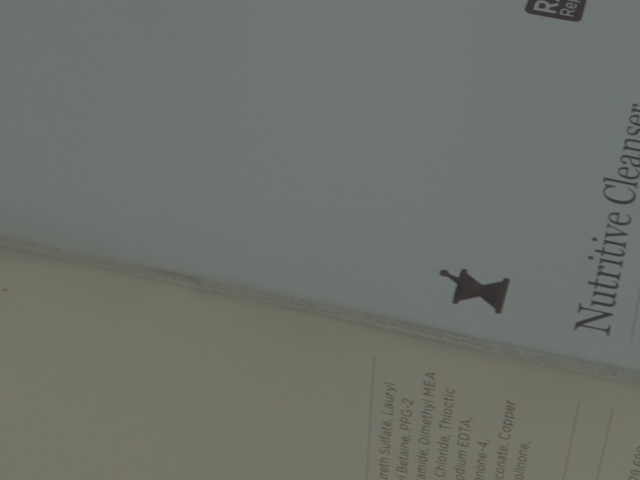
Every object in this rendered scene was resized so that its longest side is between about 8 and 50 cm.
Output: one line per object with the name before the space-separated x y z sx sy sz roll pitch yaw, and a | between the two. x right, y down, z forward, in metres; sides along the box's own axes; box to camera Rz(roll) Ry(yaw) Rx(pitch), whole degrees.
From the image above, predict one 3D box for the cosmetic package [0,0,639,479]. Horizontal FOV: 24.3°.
cosmetic package | 0.000 0.000 0.553 0.385 0.217 0.156 12 -46 9
